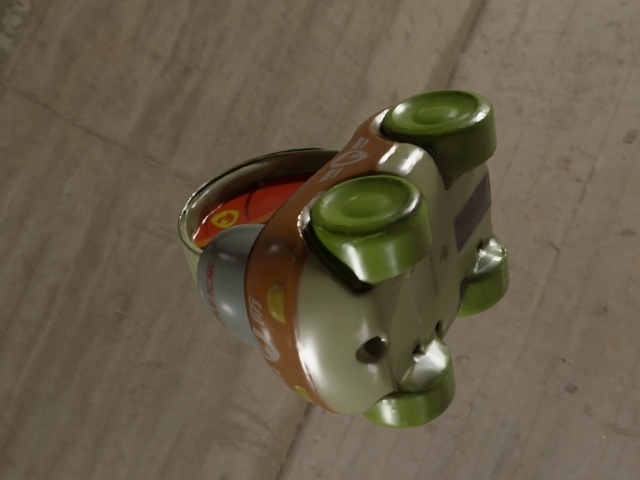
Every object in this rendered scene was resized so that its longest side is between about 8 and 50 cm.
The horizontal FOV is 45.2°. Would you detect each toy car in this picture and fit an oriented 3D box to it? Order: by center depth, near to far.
[{"bbox_3d":[0.000,0.000,0.519,0.235,0.145,0.235,-10,-149,6],"label":"toy car"}]
